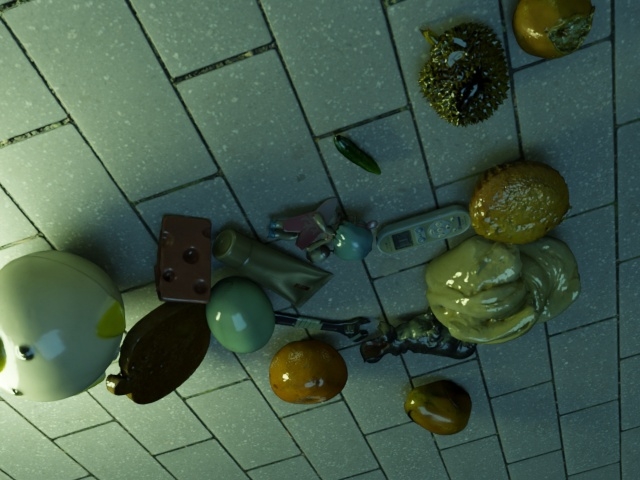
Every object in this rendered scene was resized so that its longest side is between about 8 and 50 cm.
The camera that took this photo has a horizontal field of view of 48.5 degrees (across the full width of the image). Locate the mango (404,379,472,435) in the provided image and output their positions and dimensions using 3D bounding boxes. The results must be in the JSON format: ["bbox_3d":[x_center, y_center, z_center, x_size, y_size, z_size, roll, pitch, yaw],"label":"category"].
[{"bbox_3d":[0.368,0.542,2.277,0.236,0.136,0.166,35,123,-29],"label":"mango"}]

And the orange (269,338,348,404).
[{"bbox_3d":[-0.035,0.372,2.013,0.224,0.170,0.224,-4,155,-2],"label":"orange"}]

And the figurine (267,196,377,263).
[{"bbox_3d":[0.000,0.004,1.716,0.260,0.102,0.205,6,130,-4],"label":"figurine"}]

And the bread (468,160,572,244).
[{"bbox_3d":[0.462,-0.098,1.682,0.240,0.139,0.239,-6,133,-6],"label":"bread"}]

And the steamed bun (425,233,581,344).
[{"bbox_3d":[0.474,0.132,1.849,0.373,0.230,0.324,8,128,-15],"label":"steamed bun"}]

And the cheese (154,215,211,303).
[{"bbox_3d":[-0.340,0.065,1.708,0.128,0.202,0.177,3,163,-19],"label":"cheese"}]

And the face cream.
[{"bbox_3d":[-0.120,0.072,1.780,0.137,0.084,0.341,-44,133,16],"label":"face cream"}]

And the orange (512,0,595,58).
[{"bbox_3d":[0.451,-0.425,1.376,0.155,0.134,0.154,-1,136,-1],"label":"orange"}]

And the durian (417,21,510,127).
[{"bbox_3d":[0.292,-0.330,1.431,0.237,0.137,0.193,32,120,-33],"label":"durian"}]

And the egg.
[{"bbox_3d":[-0.204,0.189,1.804,0.168,0.168,0.230,-17,131,5],"label":"egg"}]

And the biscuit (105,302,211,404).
[{"bbox_3d":[-0.416,0.291,1.825,0.314,0.063,0.367,-33,151,-32],"label":"biscuit"}]

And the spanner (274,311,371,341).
[{"bbox_3d":[-0.005,0.230,1.987,0.316,0.024,0.087,11,128,-19],"label":"spanner"}]

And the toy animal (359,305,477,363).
[{"bbox_3d":[0.287,0.271,2.023,0.343,0.106,0.168,-1,131,-7],"label":"toy animal"}]

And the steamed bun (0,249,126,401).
[{"bbox_3d":[-0.621,0.198,1.634,0.334,0.333,0.373,12,131,-21],"label":"steamed bun"}]

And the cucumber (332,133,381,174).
[{"bbox_3d":[0.076,-0.193,1.587,0.039,0.039,0.168,-39,130,24],"label":"cucumber"}]

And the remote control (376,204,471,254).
[{"bbox_3d":[0.256,-0.029,1.773,0.244,0.047,0.087,-17,137,4],"label":"remote control"}]
